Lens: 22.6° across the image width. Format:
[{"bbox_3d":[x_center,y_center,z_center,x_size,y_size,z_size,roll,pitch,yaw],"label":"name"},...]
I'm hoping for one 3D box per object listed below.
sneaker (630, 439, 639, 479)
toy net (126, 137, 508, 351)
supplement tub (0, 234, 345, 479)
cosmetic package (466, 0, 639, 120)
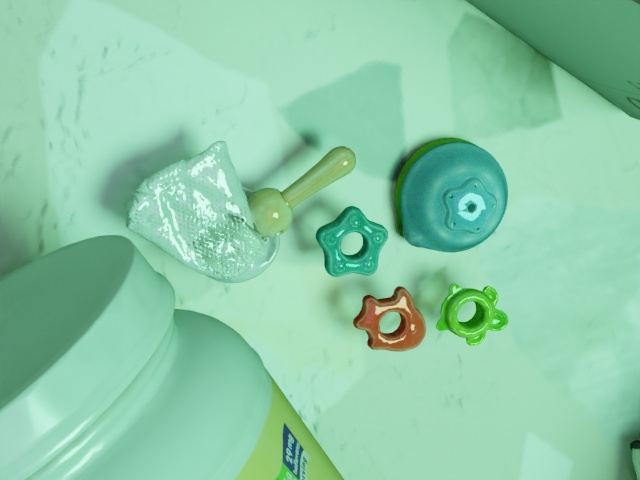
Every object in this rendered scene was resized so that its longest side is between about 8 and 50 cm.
[{"bbox_3d":[0.262,0.219,1.011,0.128,0.182,0.315,2,131,-15],"label":"sneaker"},{"bbox_3d":[0.000,0.000,0.926,0.232,0.045,0.122,2,103,-15],"label":"toy net"},{"bbox_3d":[-0.087,0.187,0.834,0.241,0.241,0.331,-36,110,-6],"label":"supplement tub"},{"bbox_3d":[0.162,-0.273,0.760,0.394,0.329,0.327,31,91,-19],"label":"cosmetic package"}]
